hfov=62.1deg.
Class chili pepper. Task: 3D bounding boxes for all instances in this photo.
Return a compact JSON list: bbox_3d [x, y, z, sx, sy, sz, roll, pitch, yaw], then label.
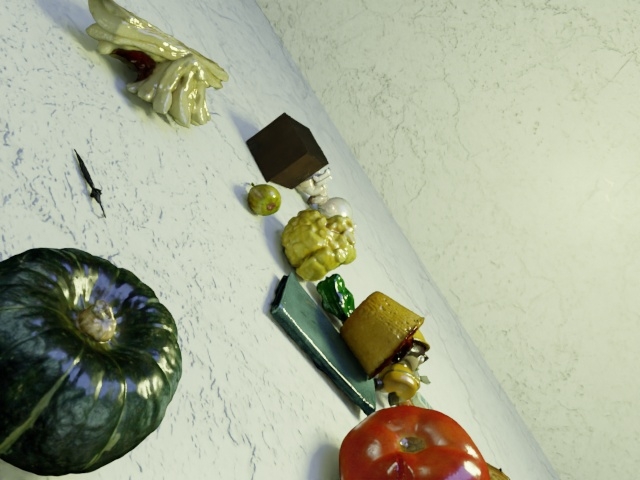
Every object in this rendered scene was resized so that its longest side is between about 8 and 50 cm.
[{"bbox_3d":[0.070,0.214,1.497,0.253,0.083,0.099,64,20,6],"label":"chili pepper"}]

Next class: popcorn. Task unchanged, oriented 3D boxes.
[{"bbox_3d":[0.000,0.000,1.481,0.200,0.203,0.226,59,13,-4],"label":"popcorn"}]

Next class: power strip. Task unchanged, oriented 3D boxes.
[{"bbox_3d":[0.349,0.554,1.711,0.191,0.030,0.047,49,20,-20],"label":"power strip"}]

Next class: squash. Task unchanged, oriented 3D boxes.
[{"bbox_3d":[-0.278,0.126,0.590,0.252,0.165,0.252,47,18,-21],"label":"squash"}]

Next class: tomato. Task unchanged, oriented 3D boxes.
[{"bbox_3d":[0.182,0.468,1.042,0.298,0.298,0.226,-71,154,-68],"label":"tomato"}]

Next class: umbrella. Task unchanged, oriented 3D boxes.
[{"bbox_3d":[-0.398,-0.103,0.916,0.149,0.022,0.022,60,-24,12],"label":"umbrella"}]

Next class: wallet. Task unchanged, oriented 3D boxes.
[{"bbox_3d":[0.015,0.260,1.324,0.379,0.046,0.191,51,18,-15],"label":"wallet"}]

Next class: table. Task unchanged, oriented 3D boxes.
[{"bbox_3d":[-0.102,-0.284,1.760,0.172,0.169,0.193,62,17,16],"label":"table"}]

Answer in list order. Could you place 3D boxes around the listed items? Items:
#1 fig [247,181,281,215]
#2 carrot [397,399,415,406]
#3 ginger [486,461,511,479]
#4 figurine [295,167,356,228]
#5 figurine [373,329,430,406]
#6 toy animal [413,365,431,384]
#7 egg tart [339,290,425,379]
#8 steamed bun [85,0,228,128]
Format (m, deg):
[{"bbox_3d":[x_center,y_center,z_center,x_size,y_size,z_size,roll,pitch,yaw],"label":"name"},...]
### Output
[{"bbox_3d":[-0.177,-0.118,1.480,0.166,0.093,0.093,17,-18,48],"label":"fig"},{"bbox_3d":[0.233,0.453,1.569,0.047,0.047,0.191,25,33,-59],"label":"carrot"},{"bbox_3d":[0.457,0.756,1.404,0.176,0.254,0.418,21,7,-12],"label":"ginger"},{"bbox_3d":[0.032,-0.135,1.927,0.144,0.182,0.257,-41,108,-30],"label":"figurine"},{"bbox_3d":[0.224,0.337,1.523,0.192,0.167,0.257,19,31,-12],"label":"figurine"},{"bbox_3d":[0.268,0.399,1.667,0.155,0.095,0.219,59,16,-8],"label":"toy animal"},{"bbox_3d":[0.155,0.240,1.362,0.171,0.215,0.215,42,14,15],"label":"egg tart"},{"bbox_3d":[-0.370,-0.402,1.307,0.247,0.189,0.428,31,10,17],"label":"steamed bun"}]
